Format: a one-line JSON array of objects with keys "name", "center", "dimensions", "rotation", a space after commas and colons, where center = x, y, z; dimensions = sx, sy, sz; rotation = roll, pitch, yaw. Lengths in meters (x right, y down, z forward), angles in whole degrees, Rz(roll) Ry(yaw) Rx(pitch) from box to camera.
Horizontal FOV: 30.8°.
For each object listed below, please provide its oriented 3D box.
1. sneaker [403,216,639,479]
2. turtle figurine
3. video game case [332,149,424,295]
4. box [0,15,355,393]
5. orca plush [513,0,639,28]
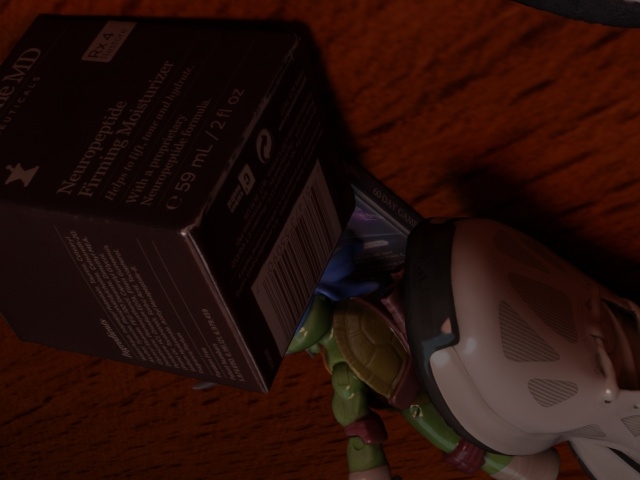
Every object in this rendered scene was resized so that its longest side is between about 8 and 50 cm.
[{"name": "sneaker", "center": [0.265, 0.077, 0.830], "dimensions": [0.258, 0.169, 0.447], "rotation": [-16, 148, 35]}, {"name": "turtle figurine", "center": [0.043, 0.144, 0.961], "dimensions": [0.266, 0.274, 0.198], "rotation": [22, -172, -20]}, {"name": "video game case", "center": [0.000, 0.000, 0.945], "dimensions": [0.196, 0.026, 0.274], "rotation": [-11, 142, 43]}, {"name": "box", "center": [-0.111, -0.027, 0.758], "dimensions": [0.203, 0.168, 0.167], "rotation": [8, 144, 24]}, {"name": "orca plush", "center": [0.080, -0.180, 0.516], "dimensions": [0.287, 0.102, 0.151], "rotation": [13, 111, -14]}]
